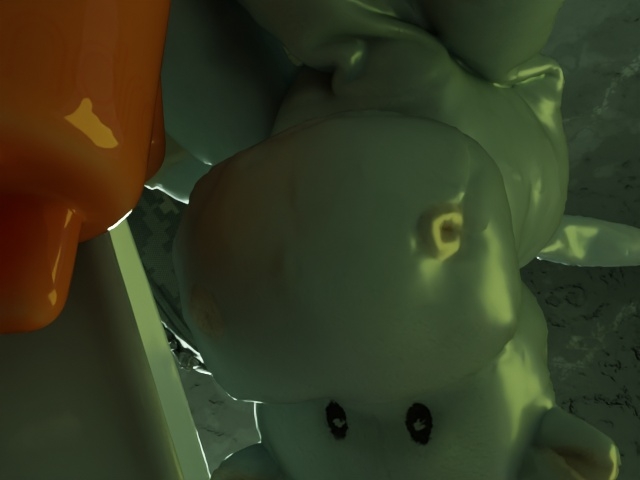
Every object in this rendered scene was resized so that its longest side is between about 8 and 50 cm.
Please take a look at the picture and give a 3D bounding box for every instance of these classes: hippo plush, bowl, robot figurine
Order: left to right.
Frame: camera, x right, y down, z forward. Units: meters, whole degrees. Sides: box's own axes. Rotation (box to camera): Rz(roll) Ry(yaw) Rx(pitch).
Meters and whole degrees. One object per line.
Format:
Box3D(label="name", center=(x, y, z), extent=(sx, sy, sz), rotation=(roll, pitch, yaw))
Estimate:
Box3D(label="robot figurine", center=(-0.108, -0.081, 0.537), extent=(0.128, 0.158, 0.219), rotation=(146, -47, -60))
Box3D(label="bowl", center=(-0.120, 0.088, 0.710), extent=(0.298, 0.134, 0.298), rotation=(162, -90, -87))
Box3D(label="hippo plush", center=(0.000, 0.000, 0.679), extent=(0.294, 0.234, 0.236), rotation=(69, 25, -45))

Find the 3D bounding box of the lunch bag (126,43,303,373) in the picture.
Box3D(label="lunch bag", center=(-0.073, -0.064, 1.110), extent=(0.305, 0.212, 0.256), rotation=(53, -7, 2))
